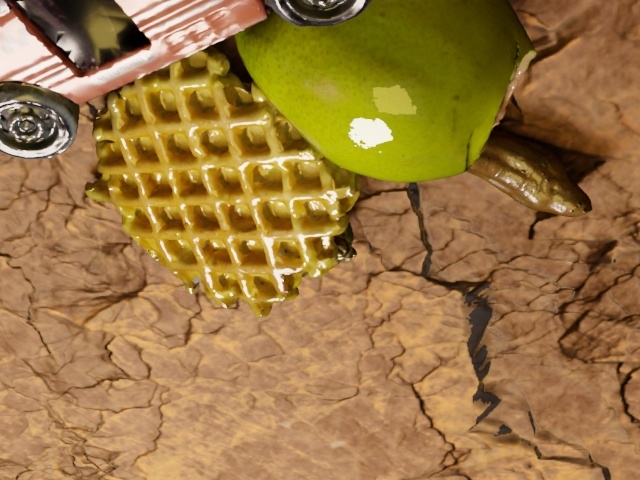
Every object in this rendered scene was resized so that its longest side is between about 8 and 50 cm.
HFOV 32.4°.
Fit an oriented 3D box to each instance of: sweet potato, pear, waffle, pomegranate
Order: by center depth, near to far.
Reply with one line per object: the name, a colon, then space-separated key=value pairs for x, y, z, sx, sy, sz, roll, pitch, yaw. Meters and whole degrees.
pear: x=0.043 y=-0.144 z=0.837 sx=0.219 sy=0.187 sz=0.187 roll=29 pitch=130 yaw=4
sweet potato: x=0.157 y=-0.071 z=0.967 sx=0.182 sy=0.054 sz=0.053 roll=24 pitch=163 yaw=-18
waffle: x=-0.092 y=-0.049 z=0.972 sx=0.254 sy=0.052 sz=0.245 roll=38 pitch=130 yaw=-2
pomegranate: x=-0.004 y=0.001 z=1.025 sx=0.073 sy=0.084 sz=0.073 roll=-3 pitch=123 yaw=-4

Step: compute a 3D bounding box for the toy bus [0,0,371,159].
toy bus: x=-0.138 y=-0.233 z=0.723 sx=0.427 sy=0.203 sz=0.233 roll=-20 pitch=139 yaw=21
